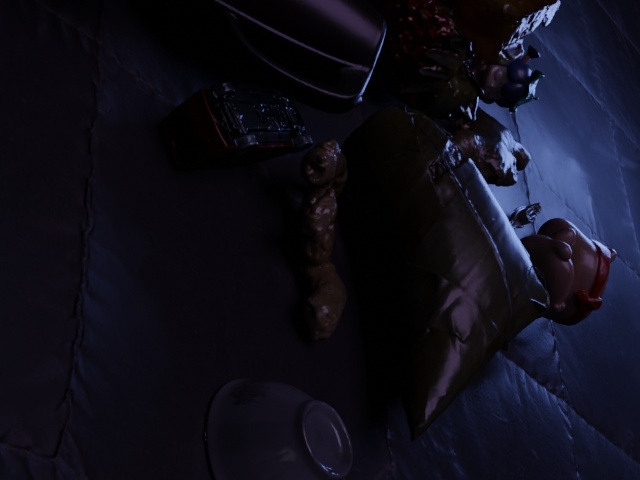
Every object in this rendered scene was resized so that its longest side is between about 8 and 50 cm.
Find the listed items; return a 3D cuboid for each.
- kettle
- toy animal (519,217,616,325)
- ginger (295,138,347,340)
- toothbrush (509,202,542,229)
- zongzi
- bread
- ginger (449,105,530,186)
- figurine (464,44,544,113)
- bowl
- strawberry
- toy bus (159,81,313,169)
[{"bbox_3d":[-0.037,-0.258,1.462,0.232,0.144,0.202,27,40,-15],"label":"kettle"},{"bbox_3d":[0.367,0.053,1.943,0.198,0.171,0.171,5,62,-50],"label":"toy animal"},{"bbox_3d":[-0.002,-0.011,1.479,0.149,0.065,0.258,78,15,-54],"label":"ginger"},{"bbox_3d":[0.282,0.004,1.993,0.035,0.042,0.413,61,31,-4],"label":"toothbrush"},{"bbox_3d":[0.110,0.021,1.572,0.356,0.174,0.393,57,35,-2],"label":"zongzi"},{"bbox_3d":[0.216,-0.431,2.046,0.344,0.149,0.195,47,47,14],"label":"bread"},{"bbox_3d":[0.272,-0.162,2.065,0.166,0.080,0.333,53,26,0],"label":"ginger"},{"bbox_3d":[0.286,-0.283,2.107,0.195,0.111,0.102,15,37,-18],"label":"figurine"},{"bbox_3d":[-0.025,0.214,1.264,0.189,0.086,0.189,39,36,-36],"label":"bowl"},{"bbox_3d":[0.121,-0.306,1.928,0.306,0.138,0.233,52,-2,38],"label":"strawberry"},{"bbox_3d":[-0.091,-0.127,1.432,0.195,0.089,0.081,-11,75,-60],"label":"toy bus"}]
